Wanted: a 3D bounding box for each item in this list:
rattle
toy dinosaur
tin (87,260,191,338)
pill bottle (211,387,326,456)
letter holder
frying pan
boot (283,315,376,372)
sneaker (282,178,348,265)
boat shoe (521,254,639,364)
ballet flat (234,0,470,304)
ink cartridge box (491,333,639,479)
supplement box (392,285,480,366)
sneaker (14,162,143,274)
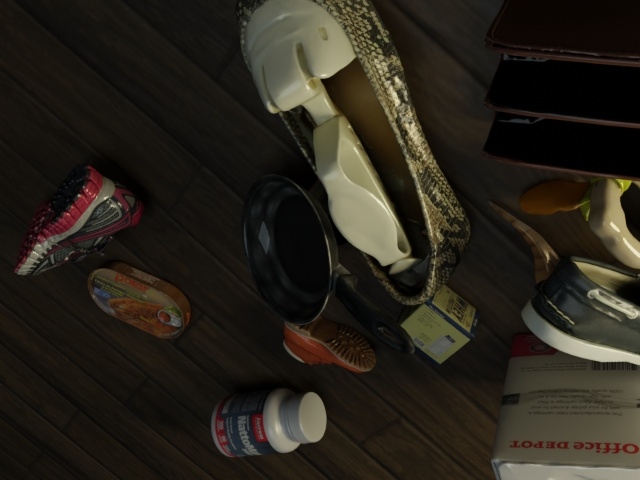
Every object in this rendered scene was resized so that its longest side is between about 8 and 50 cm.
[{"bbox_3d":[0.354,-0.005,0.748,0.199,0.130,0.143,23,143,-24],"label":"rattle"},{"bbox_3d":[0.292,0.040,0.803,0.112,0.064,0.212,-14,113,31],"label":"toy dinosaur"},{"bbox_3d":[-0.311,0.100,1.115,0.189,0.040,0.106,23,130,8],"label":"tin"},{"bbox_3d":[-0.087,0.309,1.103,0.180,0.108,0.108,-16,112,30],"label":"pill bottle"},{"bbox_3d":[0.308,-0.128,0.597,0.301,0.214,0.152,9,123,18],"label":"letter holder"},{"bbox_3d":[-0.001,0.013,0.784,0.326,0.053,0.197,3,104,52],"label":"frying pan"},{"bbox_3d":[0.010,0.170,1.011,0.158,0.059,0.085,28,130,15],"label":"boot"},{"bbox_3d":[0.000,0.000,0.902,0.074,0.063,0.170,27,122,13],"label":"sneaker"},{"bbox_3d":[0.372,0.085,0.715,0.302,0.114,0.091,8,123,-24],"label":"boat shoe"},{"bbox_3d":[0.028,-0.130,0.737,0.164,0.182,0.483,-20,110,33],"label":"ballet flat"},{"bbox_3d":[0.319,0.220,0.792,0.172,0.237,0.100,-8,116,27],"label":"ink cartridge box"},{"bbox_3d":[0.163,0.115,0.908,0.083,0.056,0.083,38,127,-2],"label":"supplement box"},{"bbox_3d":[-0.402,-0.008,1.044,0.112,0.121,0.299,28,142,-34],"label":"sneaker"}]
